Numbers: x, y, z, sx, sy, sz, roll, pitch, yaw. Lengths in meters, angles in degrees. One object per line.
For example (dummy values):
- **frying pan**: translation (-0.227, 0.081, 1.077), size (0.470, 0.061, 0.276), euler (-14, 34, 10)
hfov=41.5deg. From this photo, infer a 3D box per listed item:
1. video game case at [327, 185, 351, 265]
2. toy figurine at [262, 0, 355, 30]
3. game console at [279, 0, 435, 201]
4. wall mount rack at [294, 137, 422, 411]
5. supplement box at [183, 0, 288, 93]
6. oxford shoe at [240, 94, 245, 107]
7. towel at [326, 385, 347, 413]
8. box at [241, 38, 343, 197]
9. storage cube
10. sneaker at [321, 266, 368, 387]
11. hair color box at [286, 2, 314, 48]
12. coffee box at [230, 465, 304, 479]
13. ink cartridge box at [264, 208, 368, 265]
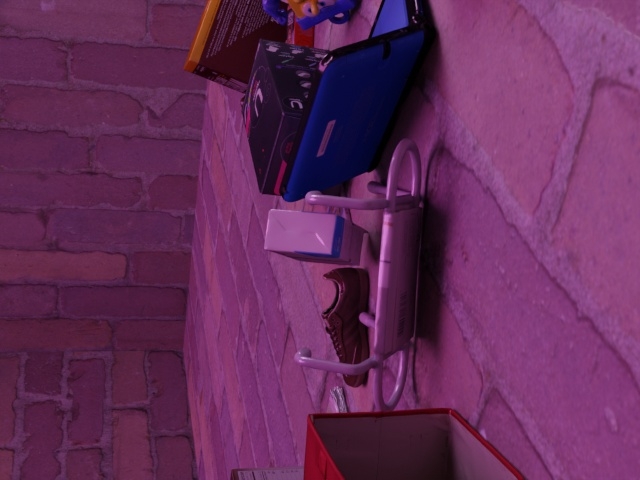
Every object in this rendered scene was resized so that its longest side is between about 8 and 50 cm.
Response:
- **video game case**: translation (0.033, -0.031, 1.458), size (0.087, 0.011, 0.122), euler (109, 157, -50)
- **toy figurine**: translation (0.007, -0.459, 1.385), size (0.362, 0.217, 0.191), euler (-19, 45, 29)
- **game console**: translation (0.034, -0.231, 1.188), size (0.173, 0.250, 0.293), euler (54, 150, 22)
- **wall mount rack**: translation (0.069, 0.037, 1.125), size (0.304, 0.130, 0.350), euler (-13, -72, -67)
- **supplement box**: translation (-0.163, -0.421, 1.784), size (0.129, 0.194, 0.191), euler (-172, 102, -75)
- **oxford shoe**: translation (-0.134, -0.306, 1.952), size (0.227, 0.096, 0.083), euler (-177, 90, -73)
- **towel**: translation (0.022, 0.339, 1.448), size (0.113, 0.023, 0.152), euler (-104, 21, -47)
- **box**: translation (-0.041, -0.214, 1.479), size (0.270, 0.143, 0.165), euler (-108, 29, -50)
- **storage cube**: translation (0.086, 0.307, 0.902), size (0.215, 0.183, 0.193), euler (-140, 52, -71)
- **sneaker**: translation (0.033, 0.136, 1.327), size (0.066, 0.071, 0.189), euler (171, 100, -75)
- **hair color box**: translation (-0.042, -0.413, 1.709), size (0.072, 0.043, 0.141), euler (-161, 72, -73)
- **coffee box**: translation (0.008, 0.367, 1.067), size (0.098, 0.246, 0.141), euler (-120, 34, -63)
- **ink cartridge box**: translation (0.000, 0.000, 1.250), size (0.180, 0.104, 0.060), euler (23, -107, -70)
